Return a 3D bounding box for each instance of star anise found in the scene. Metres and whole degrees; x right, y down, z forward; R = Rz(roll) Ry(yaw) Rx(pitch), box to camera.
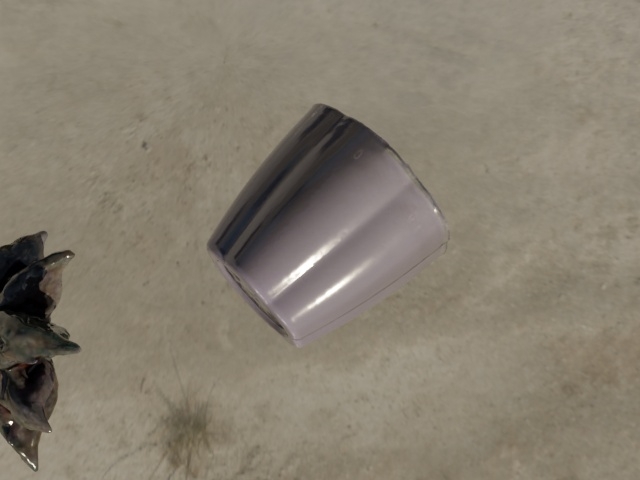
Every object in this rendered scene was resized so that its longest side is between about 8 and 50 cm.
[{"bbox_3d":[-0.230,0.080,0.717,0.061,0.204,0.180,-2,114,-33],"label":"star anise"}]

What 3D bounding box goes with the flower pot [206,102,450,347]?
[{"bbox_3d":[0.000,0.000,1.257,0.243,0.265,0.265,-46,102,-12],"label":"flower pot"}]
